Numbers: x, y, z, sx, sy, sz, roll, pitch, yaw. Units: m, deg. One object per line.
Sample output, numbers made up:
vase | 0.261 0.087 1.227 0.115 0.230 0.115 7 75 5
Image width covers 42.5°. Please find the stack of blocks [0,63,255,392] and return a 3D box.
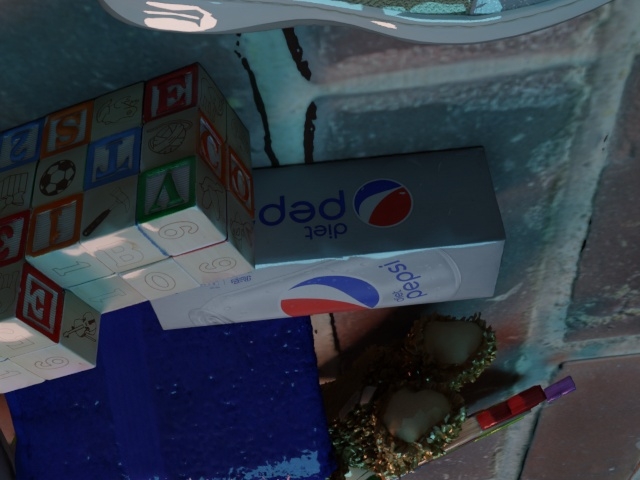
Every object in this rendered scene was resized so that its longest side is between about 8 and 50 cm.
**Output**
stack of blocks | -0.199 0.005 0.593 0.297 0.171 0.087 -16 145 15

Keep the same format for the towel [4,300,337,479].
towel | -0.149 0.132 0.780 0.308 0.228 0.076 -8 -175 7

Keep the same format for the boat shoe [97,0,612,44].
boat shoe | 0.030 -0.175 0.413 0.320 0.118 0.103 0 151 4

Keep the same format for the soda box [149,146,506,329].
soda box | 0.000 0.000 0.680 0.286 0.098 0.091 -6 146 0

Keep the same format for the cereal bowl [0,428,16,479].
cereal bowl | -0.421 0.239 0.839 0.339 0.339 0.141 -38 177 39

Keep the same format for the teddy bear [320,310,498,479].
teddy bear | 0.068 0.191 0.868 0.113 0.245 0.338 35 128 -11

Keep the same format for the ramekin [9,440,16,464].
ramekin | -0.271 0.360 0.988 0.277 0.277 0.135 28 167 -40

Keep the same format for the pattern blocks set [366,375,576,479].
pattern blocks set | 0.176 0.249 1.046 0.324 0.026 0.285 -35 159 25

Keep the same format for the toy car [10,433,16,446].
toy car | -0.352 0.368 1.092 0.155 0.189 0.149 18 140 -30
